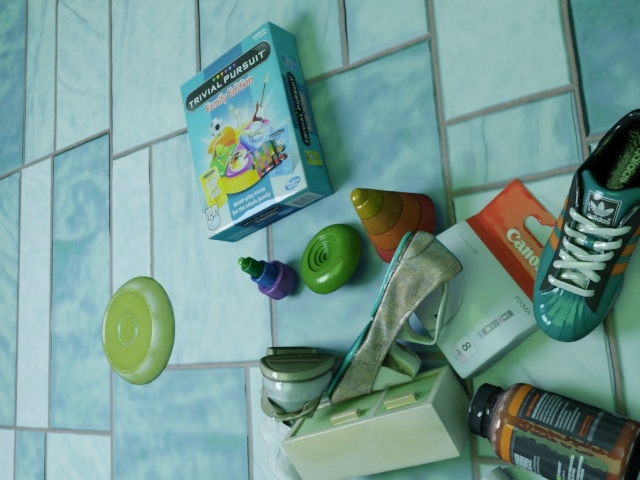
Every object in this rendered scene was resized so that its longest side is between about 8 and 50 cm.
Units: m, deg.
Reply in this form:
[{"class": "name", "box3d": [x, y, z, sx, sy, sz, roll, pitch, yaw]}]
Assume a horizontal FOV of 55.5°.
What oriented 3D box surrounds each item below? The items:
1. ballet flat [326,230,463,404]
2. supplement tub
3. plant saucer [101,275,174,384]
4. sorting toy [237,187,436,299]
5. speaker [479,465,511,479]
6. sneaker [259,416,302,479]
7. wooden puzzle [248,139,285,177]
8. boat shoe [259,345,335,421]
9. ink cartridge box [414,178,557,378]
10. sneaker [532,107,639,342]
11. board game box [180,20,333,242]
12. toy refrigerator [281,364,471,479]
[{"class": "ballet flat", "box3d": [0.106, 0.137, 0.865, 0.106, 0.107, 0.316, 29, 119, 11]}, {"class": "supplement tub", "box3d": [0.288, 0.243, 0.762, 0.198, 0.106, 0.106, 15, 93, 37]}, {"class": "plant saucer", "box3d": [-0.414, 0.198, 1.342, 0.241, 0.037, 0.241, -5, 81, 37]}, {"class": "sorting toy", "box3d": [0.000, 0.000, 0.976, 0.365, 0.126, 0.127, -25, 49, 36]}, {"class": "speaker", "box3d": [0.260, 0.369, 0.800, 0.055, 0.055, 0.136, -51, 57, 21]}, {"class": "sneaker", "box3d": [-0.057, 0.349, 1.027, 0.061, 0.053, 0.152, -46, 42, 13]}, {"class": "wooden puzzle", "box3d": [-0.096, -0.143, 1.063, 0.083, 0.006, 0.049, -34, 65, 28]}, {"class": "boat shoe", "box3d": [-0.037, 0.222, 0.928, 0.113, 0.302, 0.103, 0, 84, -3]}, {"class": "ink cartridge box", "box3d": [0.236, 0.052, 0.859, 0.232, 0.066, 0.189, -49, 58, 27]}, {"class": "sneaker", "box3d": [0.332, -0.019, 0.739, 0.108, 0.121, 0.302, 23, 95, 30]}, {"class": "board game box", "box3d": [-0.133, -0.197, 1.152, 0.254, 0.079, 0.336, -24, 71, 32]}, {"class": "toy refrigerator", "box3d": [0.079, 0.274, 0.900, 0.269, 0.102, 0.094, -25, 98, 33]}]
